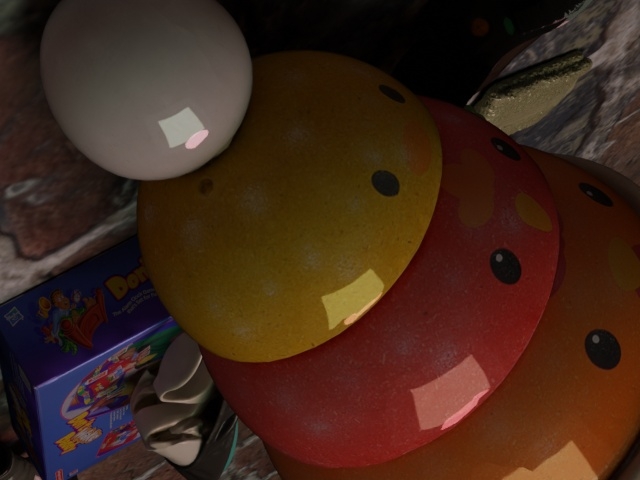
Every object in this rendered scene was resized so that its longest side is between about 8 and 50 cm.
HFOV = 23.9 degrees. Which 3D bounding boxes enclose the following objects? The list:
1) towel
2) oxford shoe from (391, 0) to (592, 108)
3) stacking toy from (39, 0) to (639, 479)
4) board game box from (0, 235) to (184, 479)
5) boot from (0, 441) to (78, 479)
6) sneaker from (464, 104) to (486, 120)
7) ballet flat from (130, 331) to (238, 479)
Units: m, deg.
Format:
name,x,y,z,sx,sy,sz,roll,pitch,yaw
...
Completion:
name,x,y,z,sx,sy,sz,roll,pitch,yaw
towel,0.201,-0.137,1.516,0.148,0.027,0.110,-22,160,-36
oxford shoe,0.148,-0.187,1.193,0.227,0.083,0.096,-39,-178,23
stacking toy,0.000,0.000,0.972,0.351,0.350,0.480,-37,135,14
board game box,-0.172,0.101,1.395,0.233,0.078,0.347,-28,164,-18
boot,-0.386,0.283,1.569,0.246,0.083,0.161,-35,152,12
sneaker,0.061,0.035,1.428,0.185,0.202,0.483,-26,163,-27
ballet flat,-0.109,0.126,1.299,0.096,0.095,0.280,-11,145,-32
